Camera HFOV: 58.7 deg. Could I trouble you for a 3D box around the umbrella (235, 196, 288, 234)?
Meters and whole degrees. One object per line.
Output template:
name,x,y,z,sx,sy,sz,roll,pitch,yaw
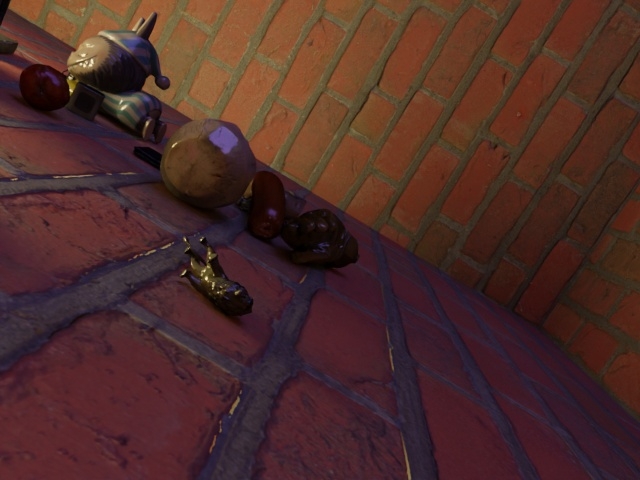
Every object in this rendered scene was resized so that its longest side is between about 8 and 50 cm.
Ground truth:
umbrella,-0.171,-0.079,1.688,0.188,0.050,0.046,32,-20,17

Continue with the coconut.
coconut,-0.272,-0.193,1.428,0.227,0.227,0.230,31,14,2

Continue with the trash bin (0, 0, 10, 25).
trash bin,-0.992,-0.624,1.377,0.367,0.256,0.296,28,9,21

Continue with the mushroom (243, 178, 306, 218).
mushroom,-0.146,-0.137,1.960,0.247,0.096,0.108,20,39,-38

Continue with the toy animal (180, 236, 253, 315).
toy animal,-0.183,0.047,0.913,0.220,0.069,0.086,46,-5,42

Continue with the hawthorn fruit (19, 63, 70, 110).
hawthorn fruit,-0.691,-0.382,1.430,0.128,0.128,0.128,30,9,-5

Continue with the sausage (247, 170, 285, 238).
sausage,-0.148,-0.111,1.601,0.097,0.094,0.348,24,27,-17

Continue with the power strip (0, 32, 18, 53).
power strip,-1.056,-0.641,1.835,0.080,0.048,0.286,26,10,-19

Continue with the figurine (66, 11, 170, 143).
figurine,-0.619,-0.573,1.866,0.361,0.378,0.266,30,9,3

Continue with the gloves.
gloves,-0.008,-0.010,1.533,0.141,0.154,0.331,54,13,29

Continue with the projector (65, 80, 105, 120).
projector,-0.688,-0.408,1.669,0.083,0.082,0.083,27,9,-25

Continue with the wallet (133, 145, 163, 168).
wallet,-0.409,-0.198,1.626,0.244,0.025,0.124,29,9,-2

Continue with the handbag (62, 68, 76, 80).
handbag,-0.874,-0.570,2.039,0.139,0.072,0.115,21,4,33
